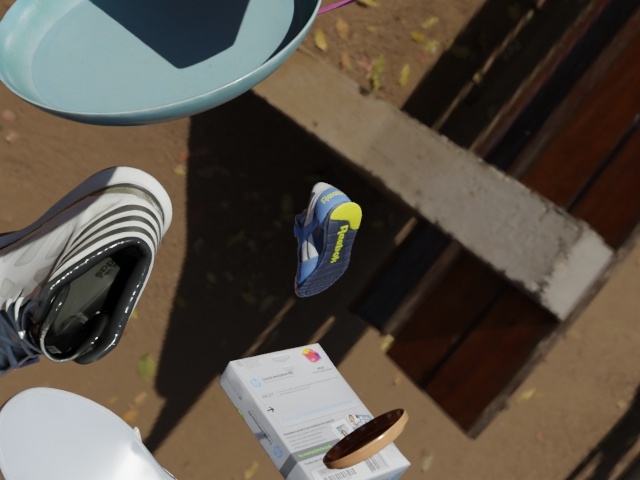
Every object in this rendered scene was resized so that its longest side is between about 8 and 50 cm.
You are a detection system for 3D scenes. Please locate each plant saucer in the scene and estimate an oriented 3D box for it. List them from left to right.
[{"bbox_3d":[-0.151,-0.204,1.020,0.317,0.317,0.044,-31,137,-18],"label":"plant saucer"},{"bbox_3d":[0.040,0.172,0.919,0.083,0.013,0.083,-31,-179,1],"label":"plant saucer"}]

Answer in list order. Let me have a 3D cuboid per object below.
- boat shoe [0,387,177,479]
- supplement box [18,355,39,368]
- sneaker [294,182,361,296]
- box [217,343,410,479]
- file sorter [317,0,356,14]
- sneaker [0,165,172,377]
[{"bbox_3d":[-0.191,0.290,1.128,0.367,0.156,0.136,37,67,-9],"label":"boat shoe"},{"bbox_3d":[-0.619,0.147,1.936,0.130,0.073,0.239,-20,135,3],"label":"supplement box"},{"bbox_3d":[0.000,0.000,1.148,0.053,0.059,0.144,-14,139,-37],"label":"sneaker"},{"bbox_3d":[-0.008,0.202,1.190,0.145,0.186,0.038,-7,139,-47],"label":"box"},{"bbox_3d":[-0.070,-0.456,1.500,0.202,0.291,0.182,-16,-179,11],"label":"file sorter"},{"bbox_3d":[-0.386,0.093,1.352,0.447,0.257,0.169,-37,111,12],"label":"sneaker"}]
